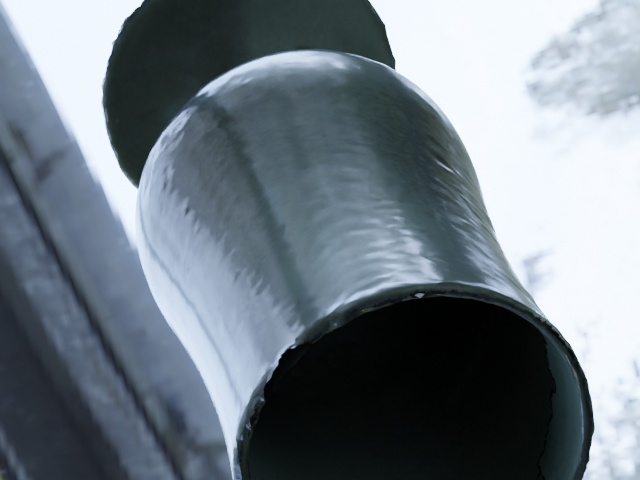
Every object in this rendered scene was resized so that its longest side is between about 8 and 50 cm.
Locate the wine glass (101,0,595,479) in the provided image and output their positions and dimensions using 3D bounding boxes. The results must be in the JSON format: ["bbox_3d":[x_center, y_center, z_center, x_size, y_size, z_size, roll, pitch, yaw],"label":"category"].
[{"bbox_3d":[0.000,0.000,0.546,0.103,0.231,0.103,-5,-64,-11],"label":"wine glass"}]
